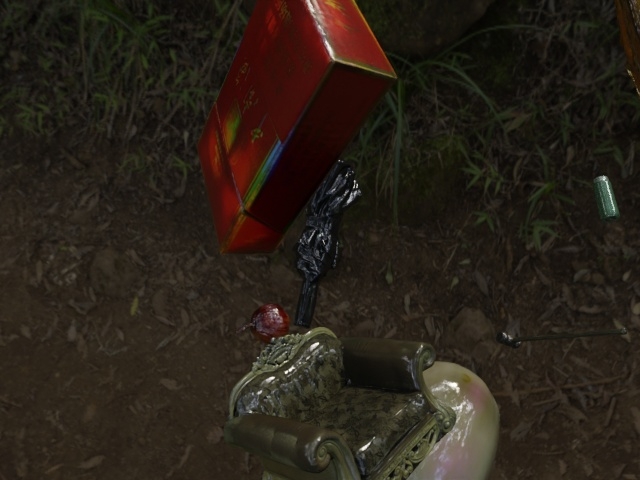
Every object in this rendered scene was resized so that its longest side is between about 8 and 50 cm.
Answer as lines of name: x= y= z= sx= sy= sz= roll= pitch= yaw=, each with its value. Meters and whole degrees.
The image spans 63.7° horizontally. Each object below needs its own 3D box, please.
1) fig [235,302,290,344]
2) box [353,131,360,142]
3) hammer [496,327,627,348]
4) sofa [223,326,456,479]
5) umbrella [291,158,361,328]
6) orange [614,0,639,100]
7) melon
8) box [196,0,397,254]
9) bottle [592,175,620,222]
fig: x=-0.165 y=0.247 z=1.546 sx=0.150 sy=0.128 sz=0.128 roll=16 pitch=61 yaw=0
box: x=0.068 y=-0.289 z=1.092 sx=0.026 sy=0.126 sz=0.125 roll=-2 pitch=57 yaw=-4
hammer: x=0.501 y=0.202 z=1.088 sx=0.058 sy=0.292 sz=0.029 roll=21 pitch=68 yaw=-23
sofa: x=0.025 y=0.216 z=0.687 sx=0.258 sy=0.182 sz=0.200 roll=-27 pitch=13 yaw=-41
umbrella: x=0.000 y=0.000 z=0.997 sx=0.118 sy=0.118 sz=0.340 roll=7 pitch=75 yaw=15
orange: x=0.326 y=-0.150 z=0.456 sx=0.310 sy=0.274 sz=0.274 roll=-26 pitch=55 yaw=-26
melon: x=0.213 y=0.376 z=0.970 sx=0.223 sy=0.223 sz=0.317 roll=20 pitch=56 yaw=22
box: x=-0.056 y=-0.149 z=0.632 sx=0.089 sy=0.313 sz=0.197 roll=1 pitch=54 yaw=-33
bottle: x=0.505 y=-0.074 z=0.914 sx=0.030 sy=0.030 sz=0.083 roll=-3 pitch=64 yaw=9
